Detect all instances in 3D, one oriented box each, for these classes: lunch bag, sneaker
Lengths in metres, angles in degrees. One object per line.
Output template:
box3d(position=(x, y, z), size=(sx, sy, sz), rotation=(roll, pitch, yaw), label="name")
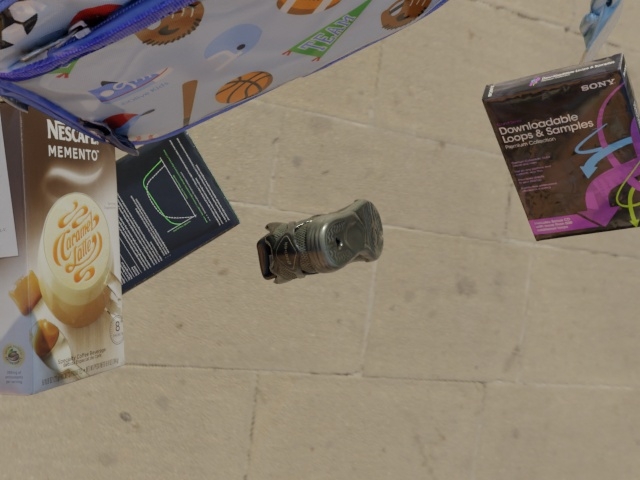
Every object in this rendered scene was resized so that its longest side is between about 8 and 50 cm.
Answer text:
box3d(position=(-0.056, -0.162, 0.444), size=(0.303, 0.243, 0.115), rotation=(-27, 80, 5), label="lunch bag")
box3d(position=(0.000, 0.000, 1.052), size=(0.227, 0.130, 0.087), rotation=(-22, 103, -62), label="sneaker")

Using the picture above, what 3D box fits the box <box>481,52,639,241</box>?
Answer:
box3d(position=(0.220, -0.074, 0.698), size=(0.162, 0.116, 0.029), rotation=(60, 37, -30), label="box")

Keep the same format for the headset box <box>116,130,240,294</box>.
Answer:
box3d(position=(-0.263, -0.006, 0.967), size=(0.283, 0.246, 0.131), rotation=(-32, 100, -10), label="headset box")

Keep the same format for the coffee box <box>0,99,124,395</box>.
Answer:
box3d(position=(-0.262, 0.004, 0.740), size=(0.098, 0.141, 0.247), rotation=(-2, 92, 19), label="coffee box")

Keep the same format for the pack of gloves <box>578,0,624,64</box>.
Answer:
box3d(position=(0.280, -0.266, 0.745), size=(0.046, 0.232, 0.195), rotation=(35, 97, 14), label="pack of gloves")
